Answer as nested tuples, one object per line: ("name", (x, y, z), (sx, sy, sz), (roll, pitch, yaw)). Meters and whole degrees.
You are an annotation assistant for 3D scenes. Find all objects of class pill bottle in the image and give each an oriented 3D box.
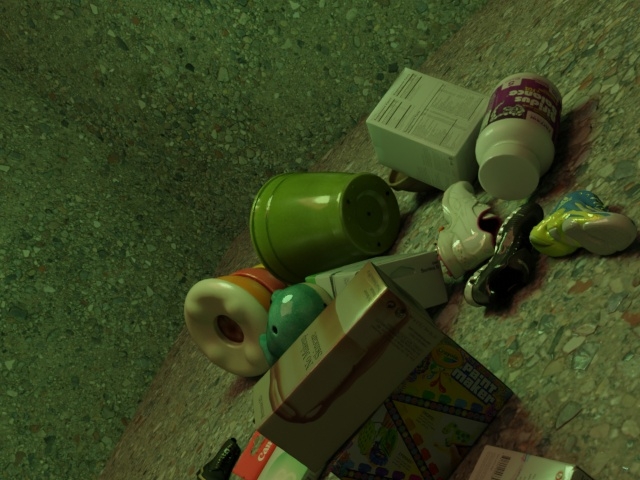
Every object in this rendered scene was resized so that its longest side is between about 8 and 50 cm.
("pill bottle", (0.440, -0.230, 1.530), (0.169, 0.169, 0.301), (-36, 21, 44))

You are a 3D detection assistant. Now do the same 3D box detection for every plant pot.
("plant pot", (0.313, -0.220, 2.004), (0.237, 0.109, 0.237), (-47, 14, 16))
("plant pot", (0.039, -0.056, 2.058), (0.353, 0.366, 0.366), (-10, 41, 50))

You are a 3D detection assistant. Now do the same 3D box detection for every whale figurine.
("whale figurine", (-0.074, 0.212, 1.559), (0.141, 0.216, 0.272), (-9, -24, -43))

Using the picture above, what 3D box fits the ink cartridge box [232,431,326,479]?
("ink cartridge box", (-0.087, 0.456, 1.493), (0.224, 0.056, 0.181), (12, 60, 41))

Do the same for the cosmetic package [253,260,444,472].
("cosmetic package", (0.036, 0.194, 1.089), (0.296, 0.129, 0.153), (-49, 16, 6))

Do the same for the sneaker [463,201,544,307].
("sneaker", (0.368, 0.033, 1.298), (0.234, 0.078, 0.106), (-56, 18, -5))

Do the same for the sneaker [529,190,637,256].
("sneaker", (0.458, -0.044, 1.177), (0.126, 0.091, 0.240), (-54, 14, -15))

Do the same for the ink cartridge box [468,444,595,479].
("ink cartridge box", (0.259, 0.343, 0.867), (0.127, 0.072, 0.175), (-56, 15, -20))

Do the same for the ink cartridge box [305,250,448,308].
("ink cartridge box", (0.121, 0.109, 1.566), (0.211, 0.122, 0.289), (-14, 1, -22))

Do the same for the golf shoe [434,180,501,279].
("golf shoe", (0.342, -0.040, 1.528), (0.140, 0.115, 0.306), (-25, 30, 30))

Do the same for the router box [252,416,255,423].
("router box", (-0.098, 0.424, 1.704), (0.122, 0.092, 0.038), (-59, 16, -26))

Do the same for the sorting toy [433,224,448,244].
("sorting toy", (0.314, -0.031, 1.733), (0.062, 0.012, 0.083), (-34, 23, 50))

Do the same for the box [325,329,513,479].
("box", (0.130, 0.280, 1.208), (0.279, 0.177, 0.290), (-51, 15, -4))

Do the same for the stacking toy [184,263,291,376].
("stacking toy", (-0.180, 0.180, 2.257), (0.350, 0.351, 0.480), (-37, 4, 43))

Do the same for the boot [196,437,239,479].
("boot", (-0.260, 0.595, 1.824), (0.137, 0.077, 0.198), (-49, 15, -15))

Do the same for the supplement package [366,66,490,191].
("supplement package", (0.294, -0.279, 1.782), (0.198, 0.262, 0.199), (-55, -28, -15))
